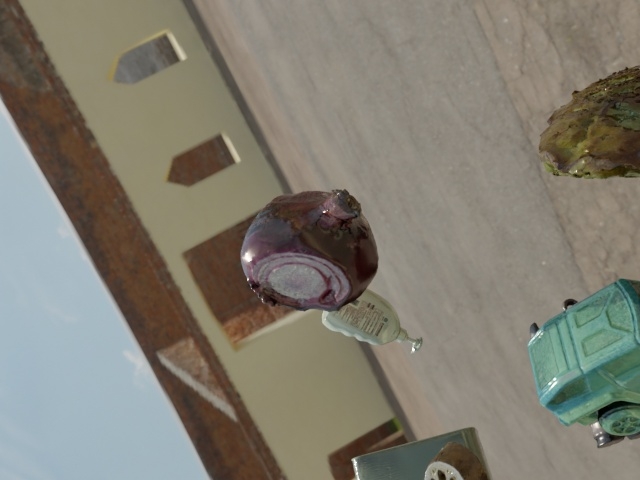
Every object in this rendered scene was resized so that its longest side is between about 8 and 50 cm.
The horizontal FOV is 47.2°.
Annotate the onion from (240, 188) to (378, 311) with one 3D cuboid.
[{"bbox_3d":[-0.001,-0.011,0.913,0.135,0.173,0.198,-93,27,-44],"label":"onion"}]

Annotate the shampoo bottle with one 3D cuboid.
[{"bbox_3d":[0.083,0.119,1.066,0.152,0.077,0.045,25,-176,-7],"label":"shampoo bottle"}]

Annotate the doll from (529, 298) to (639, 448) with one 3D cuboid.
[{"bbox_3d":[0.474,0.217,1.254,0.117,0.182,0.257,86,169,-54],"label":"doll"}]

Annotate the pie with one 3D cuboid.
[{"bbox_3d":[0.457,-0.165,1.033,0.288,0.355,0.103,1,122,43],"label":"pie"}]

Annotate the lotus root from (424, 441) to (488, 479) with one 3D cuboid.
[{"bbox_3d":[0.269,0.472,1.459,0.122,0.112,0.081,39,-152,29],"label":"lotus root"}]

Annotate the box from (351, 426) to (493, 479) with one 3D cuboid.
[{"bbox_3d":[0.283,0.684,1.850,0.177,0.352,0.343,49,-155,-65],"label":"box"}]

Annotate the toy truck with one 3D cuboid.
[{"bbox_3d":[0.423,0.143,0.979,0.156,0.279,0.155,31,-142,-26],"label":"toy truck"}]
